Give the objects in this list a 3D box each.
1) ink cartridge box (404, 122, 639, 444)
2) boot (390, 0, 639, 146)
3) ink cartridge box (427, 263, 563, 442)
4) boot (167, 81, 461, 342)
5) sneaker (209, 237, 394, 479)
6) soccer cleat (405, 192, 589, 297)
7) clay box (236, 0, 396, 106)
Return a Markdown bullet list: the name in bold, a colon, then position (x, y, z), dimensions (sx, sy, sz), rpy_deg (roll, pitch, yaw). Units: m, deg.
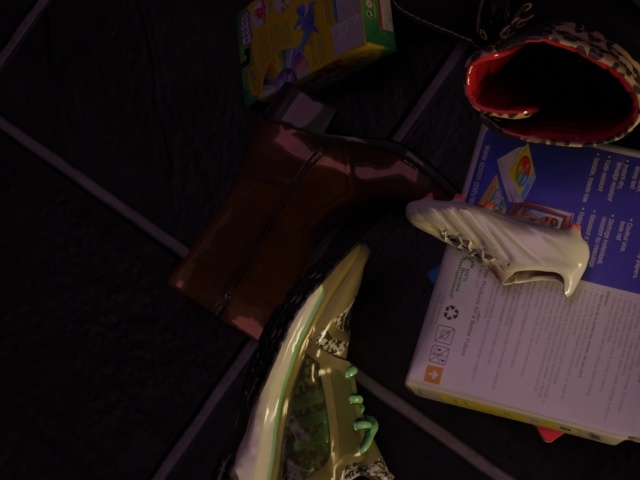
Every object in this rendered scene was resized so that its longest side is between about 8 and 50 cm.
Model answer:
- **ink cartridge box**: position (0.276, 0.049, 1.825), dimensions (0.307, 0.072, 0.303), rpy_deg (14, 77, 15)
- **boot**: position (0.213, -0.220, 1.875), dimensions (0.377, 0.284, 0.138), rpy_deg (18, 120, 15)
- **ink cartridge box**: position (0.237, 0.096, 1.898), dimensions (0.134, 0.078, 0.231), rpy_deg (-35, 69, 4)
- **boot**: position (0.000, 0.000, 1.986), dimensions (0.264, 0.096, 0.280), rpy_deg (28, 94, 0)
- **sneaker**: position (0.002, 0.200, 1.925), dimensions (0.182, 0.158, 0.410), rpy_deg (20, 92, -10)
- **soccer cleat**: position (0.176, 0.003, 1.795), dimensions (0.196, 0.068, 0.076), rpy_deg (14, 80, 15)
- **clay box**: position (-0.010, -0.242, 2.032), dimensions (0.222, 0.053, 0.127), rpy_deg (-23, 67, 46)
